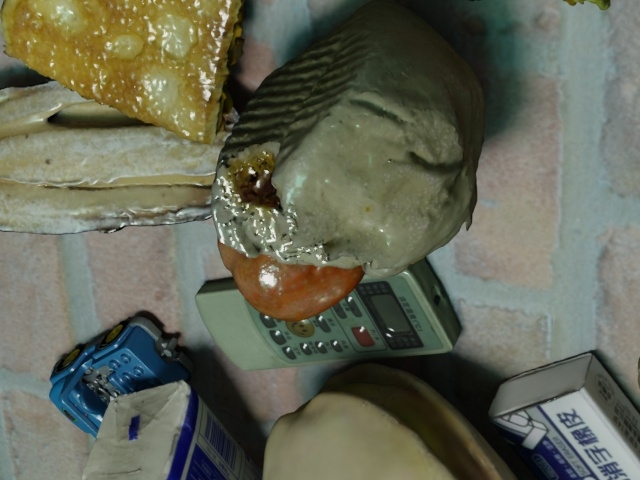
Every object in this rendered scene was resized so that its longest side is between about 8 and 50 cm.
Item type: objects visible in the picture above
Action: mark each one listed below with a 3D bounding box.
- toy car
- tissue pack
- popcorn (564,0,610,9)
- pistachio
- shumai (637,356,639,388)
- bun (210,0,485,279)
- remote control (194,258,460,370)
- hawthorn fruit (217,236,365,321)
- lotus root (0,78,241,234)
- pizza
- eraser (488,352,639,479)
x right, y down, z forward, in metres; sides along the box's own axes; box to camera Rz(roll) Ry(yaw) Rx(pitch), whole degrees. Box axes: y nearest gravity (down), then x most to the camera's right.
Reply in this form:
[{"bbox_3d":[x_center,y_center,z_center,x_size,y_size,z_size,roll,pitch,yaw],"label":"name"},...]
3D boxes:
[{"bbox_3d":[-0.235,0.167,2.246,0.191,0.100,0.097,-29,112,41],"label":"toy car"},{"bbox_3d":[-0.151,0.314,2.189,0.137,0.209,0.270,-9,137,27],"label":"tissue pack"},{"bbox_3d":[0.224,-0.227,1.709,0.068,0.059,0.083,-19,127,37],"label":"popcorn"},{"bbox_3d":[0.097,0.338,2.131,0.365,0.281,0.445,5,121,49],"label":"pistachio"},{"bbox_3d":[0.410,0.128,1.829,0.218,0.184,0.185,55,161,28],"label":"shumai"},{"bbox_3d":[0.045,-0.075,1.804,0.205,0.281,0.281,39,135,-22],"label":"bun"},{"bbox_3d":[0.002,0.081,2.100,0.285,0.038,0.123,-8,125,31],"label":"remote control"},{"bbox_3d":[-0.018,0.001,1.968,0.149,0.149,0.189,45,134,-16],"label":"hawthorn fruit"},{"bbox_3d":[-0.205,-0.091,2.016,0.329,0.078,0.167,1,98,21],"label":"lotus root"},{"bbox_3d":[-0.177,-0.251,1.865,0.258,0.087,0.268,25,128,12],"label":"pizza"},{"bbox_3d":[0.283,0.223,2.067,0.124,0.068,0.210,-24,116,36],"label":"eraser"}]
